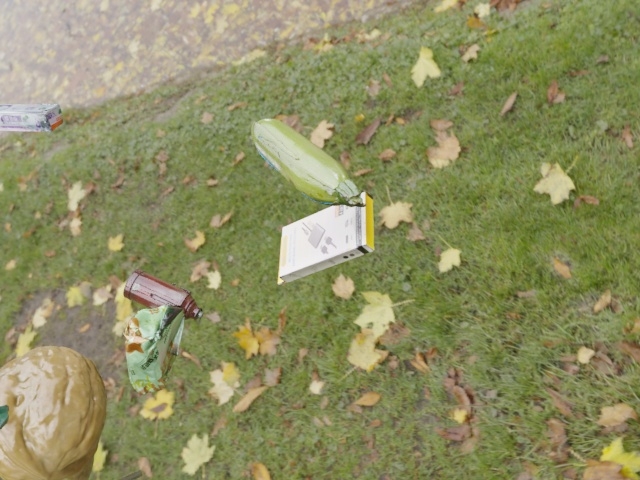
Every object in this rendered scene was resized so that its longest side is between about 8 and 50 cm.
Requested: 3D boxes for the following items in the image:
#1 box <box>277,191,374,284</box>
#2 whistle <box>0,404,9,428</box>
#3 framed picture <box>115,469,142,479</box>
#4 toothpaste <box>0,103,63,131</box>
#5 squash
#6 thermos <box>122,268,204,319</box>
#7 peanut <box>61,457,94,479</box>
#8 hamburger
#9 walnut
[{"bbox_3d":[0.000,0.000,1.176,0.247,0.033,0.129,-23,51,32],"label":"box"},{"bbox_3d":[-0.328,0.109,0.424,0.186,0.039,0.039,21,84,-7],"label":"whistle"},{"bbox_3d":[-0.670,0.736,1.575,0.315,0.232,0.024,-33,75,6],"label":"framed picture"},{"bbox_3d":[-0.583,-0.232,1.089,0.196,0.040,0.047,3,31,12],"label":"toothpaste"},{"bbox_3d":[-0.023,-0.130,1.044,0.094,0.094,0.341,-53,50,5],"label":"squash"},{"bbox_3d":[-0.446,0.171,1.675,0.232,0.124,0.099,24,85,6],"label":"thermos"},{"bbox_3d":[-0.559,0.456,1.253,0.137,0.122,0.253,-46,26,3],"label":"peanut"},{"bbox_3d":[-0.425,0.267,1.499,0.125,0.214,0.235,9,32,-3],"label":"hamburger"},{"bbox_3d":[-0.518,0.334,1.095,0.224,0.257,0.257,-34,59,9],"label":"walnut"}]
